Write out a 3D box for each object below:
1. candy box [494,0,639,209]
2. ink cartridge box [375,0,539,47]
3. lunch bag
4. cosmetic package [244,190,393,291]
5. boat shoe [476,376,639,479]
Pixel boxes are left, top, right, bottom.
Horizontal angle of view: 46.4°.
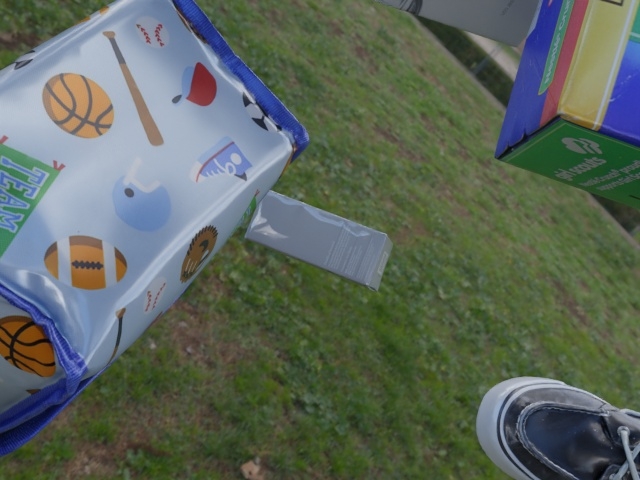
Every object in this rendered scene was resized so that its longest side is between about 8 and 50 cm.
[{"bbox_3d":[0.293,-0.125,0.416,0.317,0.268,0.122,18,-8,1],"label":"candy box"},{"bbox_3d":[0.081,-0.323,0.674,0.289,0.121,0.211,15,59,-12],"label":"ink cartridge box"},{"bbox_3d":[-0.242,0.006,0.674,0.239,0.385,0.328,50,45,-11],"label":"lunch bag"},{"bbox_3d":[0.000,0.000,1.318,0.237,0.107,0.127,18,-4,15],"label":"cosmetic package"},{"bbox_3d":[0.295,0.214,0.731,0.301,0.102,0.108,27,74,-18],"label":"boat shoe"}]
